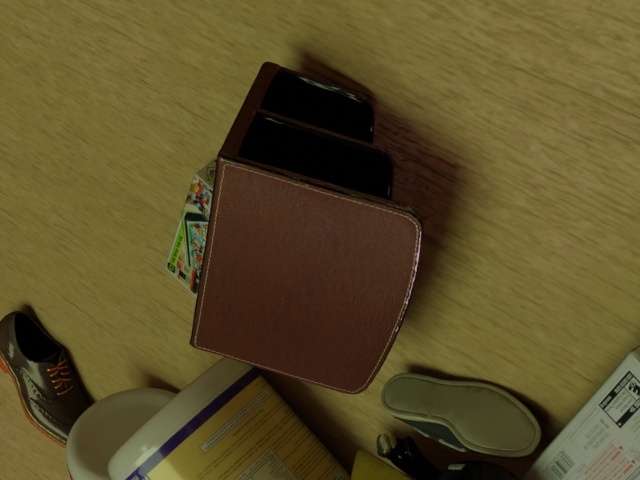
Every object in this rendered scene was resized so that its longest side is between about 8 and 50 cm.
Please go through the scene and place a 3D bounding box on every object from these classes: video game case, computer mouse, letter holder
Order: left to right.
[{"bbox_3d":[0.000,0.000,1.239,0.215,0.152,0.301,18,138,3],"label":"letter holder"},{"bbox_3d":[0.150,0.257,1.312,0.184,0.060,0.262,33,171,6],"label":"computer mouse"},{"bbox_3d":[0.342,0.252,1.138,0.244,0.061,0.269,50,146,20],"label":"video game case"}]

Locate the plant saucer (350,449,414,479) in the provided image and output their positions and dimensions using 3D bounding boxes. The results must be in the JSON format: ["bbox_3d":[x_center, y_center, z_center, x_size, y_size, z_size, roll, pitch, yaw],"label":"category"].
[{"bbox_3d":[0.166,0.433,1.366,0.333,0.081,0.332,19,142,58],"label":"plant saucer"}]

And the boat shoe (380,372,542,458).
[{"bbox_3d":[0.164,0.200,1.322,0.206,0.075,0.065,13,157,40],"label":"boat shoe"}]

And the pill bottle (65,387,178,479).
[{"bbox_3d":[-0.261,0.421,1.829,0.210,0.210,0.362,25,137,31],"label":"pill bottle"}]

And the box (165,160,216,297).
[{"bbox_3d":[-0.126,0.005,1.472,0.114,0.036,0.207,41,143,13],"label":"box"}]

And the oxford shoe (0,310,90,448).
[{"bbox_3d":[-0.454,0.238,1.977,0.271,0.097,0.098,52,138,-1],"label":"oxford shoe"}]

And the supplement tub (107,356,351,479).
[{"bbox_3d":[-0.090,0.342,1.551,0.331,0.241,0.241,48,144,5],"label":"supplement tub"}]
